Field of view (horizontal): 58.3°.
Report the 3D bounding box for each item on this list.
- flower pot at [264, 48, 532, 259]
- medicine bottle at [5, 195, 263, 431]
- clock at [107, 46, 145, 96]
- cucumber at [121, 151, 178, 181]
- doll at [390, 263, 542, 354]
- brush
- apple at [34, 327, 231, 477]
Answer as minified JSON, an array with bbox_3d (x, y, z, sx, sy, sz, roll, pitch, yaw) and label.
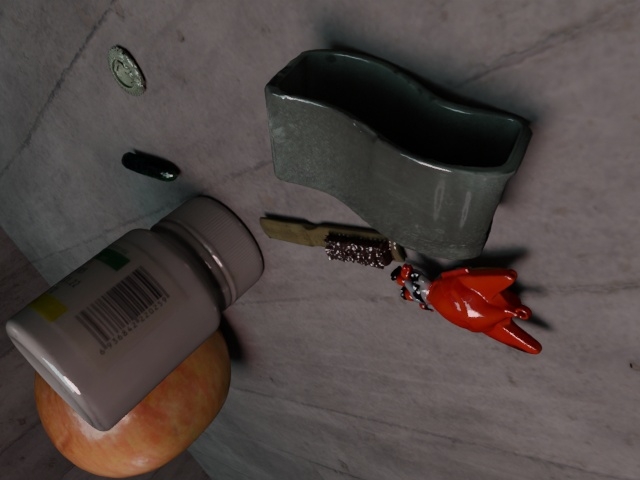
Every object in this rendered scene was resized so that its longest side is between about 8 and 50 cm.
[{"bbox_3d":[0.062,-0.080,0.514,0.229,0.103,0.108,31,146,23],"label":"flower pot"},{"bbox_3d":[-0.264,0.095,0.874,0.208,0.339,0.208,31,145,24],"label":"medicine bottle"},{"bbox_3d":[-0.285,-0.244,0.836,0.083,0.010,0.074,1,127,51],"label":"clock"},{"bbox_3d":[-0.281,-0.120,0.950,0.133,0.032,0.032,20,140,37],"label":"cucumber"},{"bbox_3d":[0.146,0.062,0.614,0.169,0.057,0.109,5,133,46],"label":"doll"},{"bbox_3d":[0.000,0.000,0.744,0.248,0.036,0.043,11,129,44],"label":"brush"},{"bbox_3d":[-0.381,0.270,1.182,0.391,0.391,0.347,0,127,50],"label":"apple"}]
